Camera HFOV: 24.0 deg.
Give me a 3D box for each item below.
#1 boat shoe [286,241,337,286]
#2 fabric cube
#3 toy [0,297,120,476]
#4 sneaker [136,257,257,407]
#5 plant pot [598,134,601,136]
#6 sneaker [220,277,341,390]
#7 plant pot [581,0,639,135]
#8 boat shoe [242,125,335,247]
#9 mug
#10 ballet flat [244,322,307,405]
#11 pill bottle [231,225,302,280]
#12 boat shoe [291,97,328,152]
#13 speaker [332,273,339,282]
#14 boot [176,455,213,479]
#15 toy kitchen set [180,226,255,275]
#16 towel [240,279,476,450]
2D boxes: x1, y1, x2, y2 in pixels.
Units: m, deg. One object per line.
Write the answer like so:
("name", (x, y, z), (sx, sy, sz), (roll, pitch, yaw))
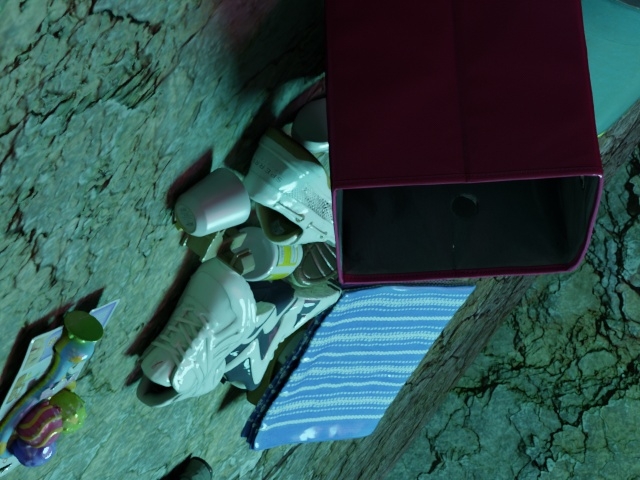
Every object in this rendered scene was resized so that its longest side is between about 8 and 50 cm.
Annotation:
("boat shoe", (0.000, 0.000, 1.933), (0.190, 0.072, 0.068), (-41, 124, -46))
("fabric cube", (0.134, -0.123, 1.523), (0.254, 0.259, 0.258), (84, 4, -67))
("toy", (-0.276, 0.174, 1.540), (0.137, 0.056, 0.237), (-27, 150, -55))
("sneaker", (-0.150, 0.119, 1.731), (0.115, 0.090, 0.232), (-32, 153, -44))
("plant pot", (0.391, -0.298, 2.163), (0.228, 0.227, 0.207), (-51, 171, -11))
("sneaker", (-0.077, 0.113, 1.916), (0.235, 0.094, 0.153), (-26, 151, -58))
("plant pot", (0.314, -0.305, 1.774), (0.341, 0.341, 0.334), (-44, 170, -30))
("boat shoe", (-0.032, -0.039, 1.723), (0.096, 0.098, 0.277), (-52, 155, -5))
("mug", (-0.117, -0.029, 1.559), (0.064, 0.062, 0.078), (-30, 147, -38))
("ballet flat", (-0.049, 0.169, 2.149), (0.080, 0.073, 0.232), (-39, 159, -36))
("pill bottle", (-0.063, 0.015, 1.796), (0.065, 0.065, 0.116), (-56, 164, 11))
("boat shoe", (0.018, -0.133, 1.731), (0.184, 0.066, 0.063), (-49, 166, -53))
("speaker", (0.056, 0.107, 2.204), (0.055, 0.136, 0.055), (-47, 163, -20))
("boot", (-0.235, 0.437, 2.193), (0.246, 0.083, 0.161), (-60, 169, 28))
("toy kitchen set", (-0.093, -0.012, 1.645), (0.083, 0.068, 0.075), (-25, 148, -61))
("towel", (0.052, 0.179, 2.134), (0.243, 0.040, 0.336), (1, 135, -37))
